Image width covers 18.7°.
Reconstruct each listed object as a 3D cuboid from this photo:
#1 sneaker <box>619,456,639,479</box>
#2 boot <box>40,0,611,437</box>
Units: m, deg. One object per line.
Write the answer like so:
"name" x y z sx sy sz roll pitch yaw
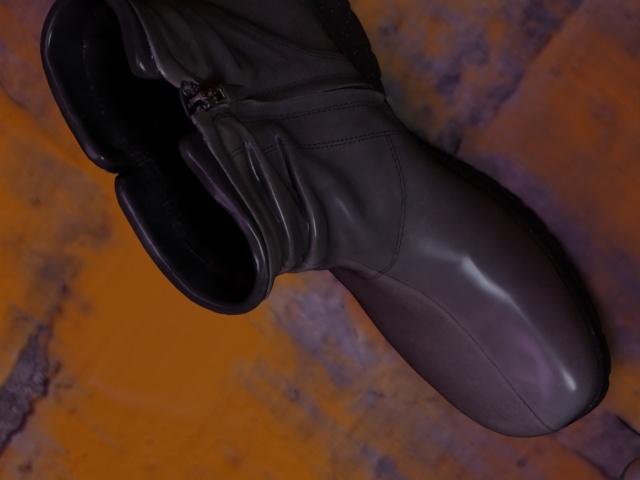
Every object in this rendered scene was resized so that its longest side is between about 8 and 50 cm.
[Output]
"sneaker" 0.272 0.253 1.041 0.208 0.127 0.319 -4 116 26
"boot" 0.000 0.000 1.009 0.338 0.223 0.118 48 118 2
